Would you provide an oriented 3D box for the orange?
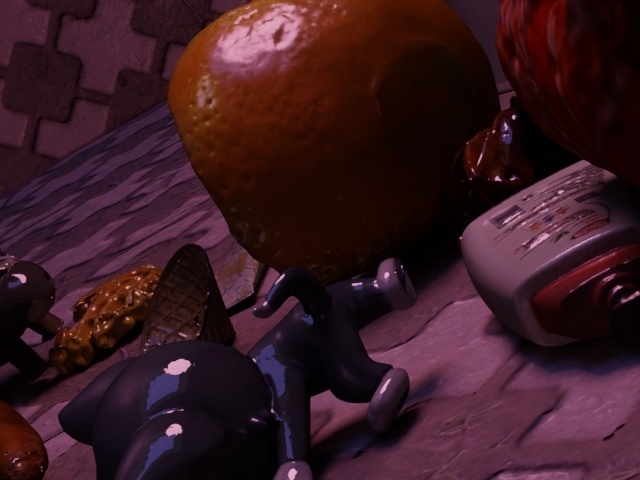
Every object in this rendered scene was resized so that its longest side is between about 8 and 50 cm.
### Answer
[{"bbox_3d":[0.027,-0.116,1.427,0.334,0.262,0.196,-27,-7,-33],"label":"orange"}]

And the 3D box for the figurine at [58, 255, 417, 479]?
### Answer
[{"bbox_3d":[-0.044,0.106,1.115,0.265,0.140,0.193,-44,29,7],"label":"figurine"}]

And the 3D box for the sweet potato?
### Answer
[{"bbox_3d":[-0.335,0.191,1.491,0.112,0.112,0.359,-41,14,-36],"label":"sweet potato"}]

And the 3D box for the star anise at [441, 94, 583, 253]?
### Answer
[{"bbox_3d":[0.195,-0.089,1.332,0.220,0.126,0.190,-57,7,17],"label":"star anise"}]

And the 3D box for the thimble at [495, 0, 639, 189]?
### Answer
[{"bbox_3d":[0.282,-0.183,1.013,0.350,0.350,0.230,-31,17,-2],"label":"thimble"}]

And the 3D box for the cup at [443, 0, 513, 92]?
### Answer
[{"bbox_3d":[0.188,-0.322,1.841,0.356,0.274,0.259,-34,13,-16],"label":"cup"}]

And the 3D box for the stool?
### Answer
[{"bbox_3d":[-0.365,0.097,1.771,0.153,0.139,0.228,-51,25,-18],"label":"stool"}]

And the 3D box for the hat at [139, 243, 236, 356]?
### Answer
[{"bbox_3d":[-0.108,0.080,1.509,0.146,0.067,0.146,-40,41,49],"label":"hat"}]

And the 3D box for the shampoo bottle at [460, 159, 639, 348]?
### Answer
[{"bbox_3d":[0.185,0.017,1.075,0.153,0.071,0.284,-28,16,2],"label":"shampoo bottle"}]

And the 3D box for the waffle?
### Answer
[{"bbox_3d":[-0.237,0.078,1.799,0.149,0.051,0.194,-30,14,-1],"label":"waffle"}]

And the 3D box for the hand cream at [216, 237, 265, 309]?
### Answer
[{"bbox_3d":[-0.080,0.023,1.680,0.067,0.042,0.194,-25,19,20],"label":"hand cream"}]
